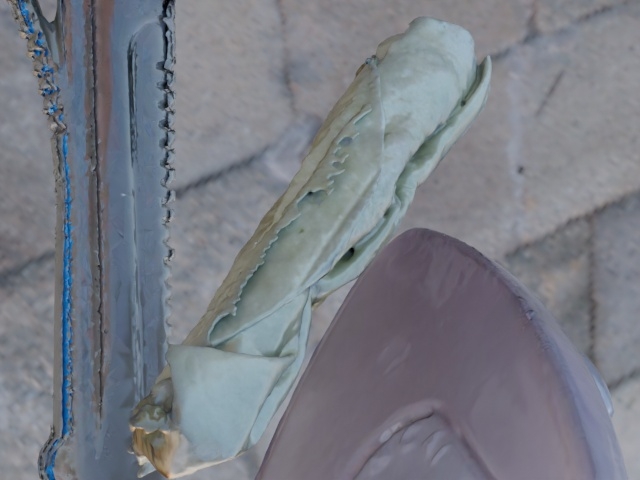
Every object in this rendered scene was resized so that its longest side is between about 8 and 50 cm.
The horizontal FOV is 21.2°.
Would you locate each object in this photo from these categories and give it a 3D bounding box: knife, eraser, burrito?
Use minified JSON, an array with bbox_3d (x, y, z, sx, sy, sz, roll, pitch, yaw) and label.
[{"bbox_3d":[-0.111,0.002,0.841,0.089,0.043,0.365,-2,86,-10],"label":"knife"},{"bbox_3d":[0.042,0.083,0.699,0.059,0.243,0.204,38,120,-20],"label":"eraser"},{"bbox_3d":[0.000,0.000,0.509,0.185,0.041,0.045,-56,-175,-32],"label":"burrito"}]

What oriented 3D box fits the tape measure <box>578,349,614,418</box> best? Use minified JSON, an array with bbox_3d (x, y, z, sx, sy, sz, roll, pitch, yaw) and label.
[{"bbox_3d":[0.212,0.192,1.822,0.197,0.236,0.120,-34,161,0],"label":"tape measure"}]
